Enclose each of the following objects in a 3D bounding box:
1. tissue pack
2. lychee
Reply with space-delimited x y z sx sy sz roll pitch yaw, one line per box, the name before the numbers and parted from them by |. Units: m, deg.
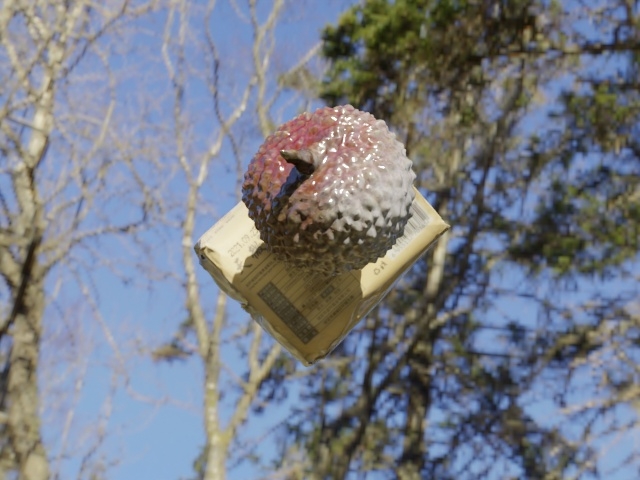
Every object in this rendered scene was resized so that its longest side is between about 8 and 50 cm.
tissue pack | 0.000 0.000 1.310 0.186 0.222 0.090 45 -5 -8
lychee | 0.008 -0.049 1.150 0.165 0.165 0.197 -1 -29 16
